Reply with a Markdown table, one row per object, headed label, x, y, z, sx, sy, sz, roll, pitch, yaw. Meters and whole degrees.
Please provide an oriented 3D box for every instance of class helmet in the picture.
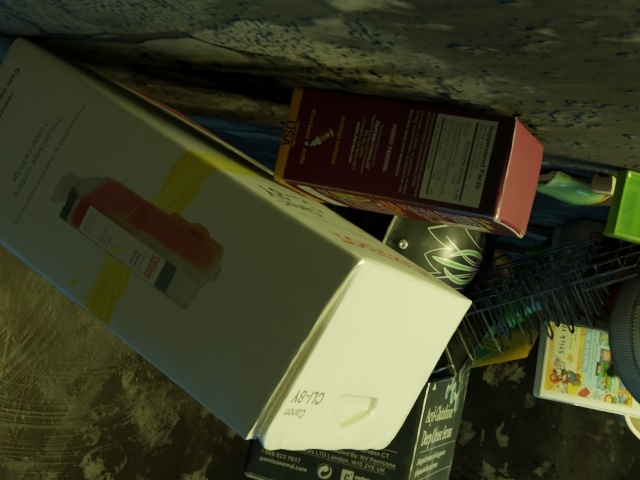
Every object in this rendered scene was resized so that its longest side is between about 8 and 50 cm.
| label | x | y | z | sx | sy | sz | roll | pitch | yaw |
| --- | --- | --- | --- | --- | --- | --- | --- | --- | --- |
| helmet | 0.091 | -0.004 | 1.074 | 0.161 | 0.169 | 0.169 | 30 | -171 | 39 |

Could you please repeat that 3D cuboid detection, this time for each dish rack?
| label | x | y | z | sx | sy | sz | roll | pitch | yaw |
| --- | --- | --- | --- | --- | --- | --- | --- | --- | --- |
| dish rack | 0.240 | 0.054 | 1.102 | 0.272 | 0.074 | 0.208 | -20 | -172 | 26 |

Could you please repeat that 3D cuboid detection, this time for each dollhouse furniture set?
| label | x | y | z | sx | sy | sz | roll | pitch | yaw |
| --- | --- | --- | --- | --- | --- | --- | --- | --- | --- |
| dollhouse furniture set | 0.248 | -0.029 | 0.955 | 0.076 | 0.058 | 0.152 | 14 | 176 | -20 |

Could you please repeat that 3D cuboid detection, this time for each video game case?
| label | x | y | z | sx | sy | sz | roll | pitch | yaw |
| --- | --- | --- | --- | --- | --- | --- | --- | --- | --- |
| video game case | 0.389 | 0.111 | 1.349 | 0.206 | 0.226 | 0.026 | 13 | 165 | -7 |

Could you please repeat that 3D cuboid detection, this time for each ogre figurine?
| label | x | y | z | sx | sy | sz | roll | pitch | yaw |
| --- | --- | --- | --- | --- | --- | --- | --- | --- | --- |
| ogre figurine | 0.302 | 0.056 | 1.439 | 0.197 | 0.096 | 0.118 | -22 | 176 | -30 |

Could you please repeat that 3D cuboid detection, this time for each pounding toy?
| label | x | y | z | sx | sy | sz | roll | pitch | yaw |
| --- | --- | --- | --- | --- | --- | --- | --- | --- | --- |
| pounding toy | 0.393 | 0.085 | 1.276 | 0.206 | 0.181 | 0.094 | 12 | 176 | -3 |

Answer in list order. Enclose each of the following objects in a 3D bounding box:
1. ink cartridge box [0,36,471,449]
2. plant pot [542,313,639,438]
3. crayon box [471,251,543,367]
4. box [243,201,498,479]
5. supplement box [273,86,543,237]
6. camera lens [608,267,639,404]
| label | x | y | z | sx | sy | sz | roll | pitch | yaw |
| --- | --- | --- | --- | --- | --- | --- | --- | --- | --- |
| ink cartridge box | -0.093 | 0.007 | 0.909 | 0.385 | 0.160 | 0.279 | 34 | -174 | 26 |
| plant pot | 0.469 | 0.131 | 1.571 | 0.257 | 0.256 | 0.274 | 14 | -167 | -30 |
| crayon box | 0.236 | 0.124 | 1.802 | 0.319 | 0.081 | 0.202 | -6 | -137 | -27 |
| box | 0.082 | 0.134 | 1.383 | 0.212 | 0.395 | 0.293 | 10 | 177 | 18 |
| supplement box | 0.072 | -0.062 | 0.838 | 0.188 | 0.080 | 0.104 | 11 | 177 | 24 |
| camera lens | 0.423 | 0.097 | 1.065 | 0.219 | 0.219 | 0.274 | 12 | 176 | 8 |
